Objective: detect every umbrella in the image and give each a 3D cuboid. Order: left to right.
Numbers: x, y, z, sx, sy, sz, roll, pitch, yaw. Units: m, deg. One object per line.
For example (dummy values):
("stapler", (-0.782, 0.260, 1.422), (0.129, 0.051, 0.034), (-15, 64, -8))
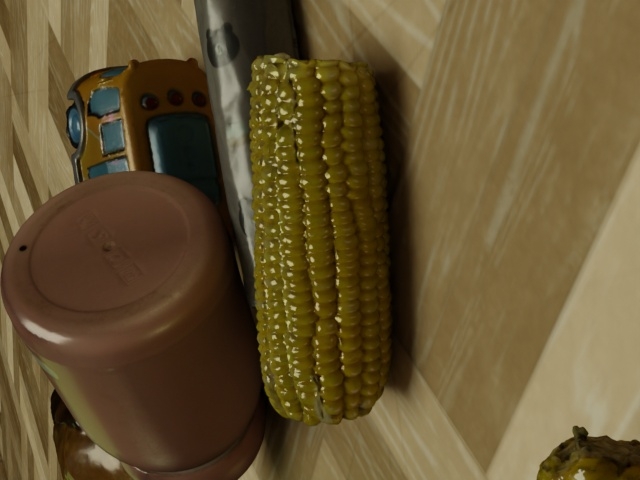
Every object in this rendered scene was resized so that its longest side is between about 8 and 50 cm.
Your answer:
("umbrella", (-0.041, -0.070, 0.731), (0.067, 0.073, 0.337), (16, -115, -87))

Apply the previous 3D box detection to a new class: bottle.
("bottle", (-0.142, 0.110, 0.811), (0.297, 0.173, 0.206), (80, -154, -50))

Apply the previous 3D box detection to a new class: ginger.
("ginger", (-0.244, 0.219, 1.157), (0.165, 0.172, 0.321), (50, 167, -26))

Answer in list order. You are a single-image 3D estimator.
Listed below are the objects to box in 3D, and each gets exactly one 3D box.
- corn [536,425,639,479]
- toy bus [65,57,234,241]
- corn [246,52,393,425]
("corn", (0.139, 0.231, 0.424), (0.102, 0.102, 0.312), (180, 84, -65))
("toy bus", (-0.153, -0.069, 0.913), (0.136, 0.126, 0.209), (-10, 89, 57))
("corn", (0.000, 0.000, 0.640), (0.093, 0.093, 0.244), (23, 119, 61))
